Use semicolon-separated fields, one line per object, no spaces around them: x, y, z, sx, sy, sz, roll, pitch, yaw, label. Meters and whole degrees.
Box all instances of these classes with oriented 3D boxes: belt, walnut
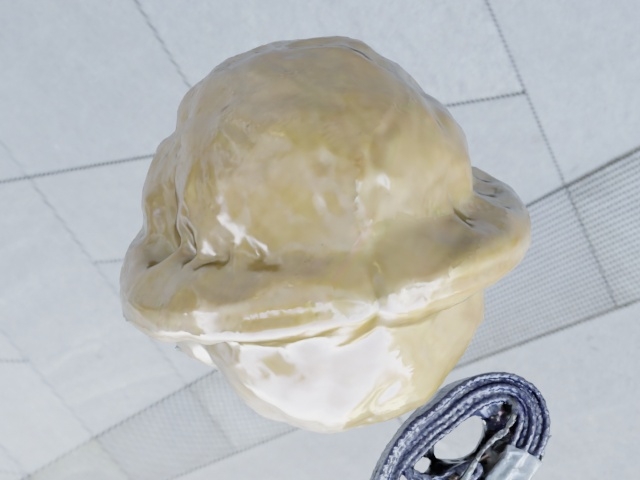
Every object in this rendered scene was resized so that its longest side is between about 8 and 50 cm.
0.135;0.235;1.001;0.140;0.230;0.126;39;167;7;belt
-0.005;-0.009;0.901;0.384;0.383;0.383;20;140;17;walnut
